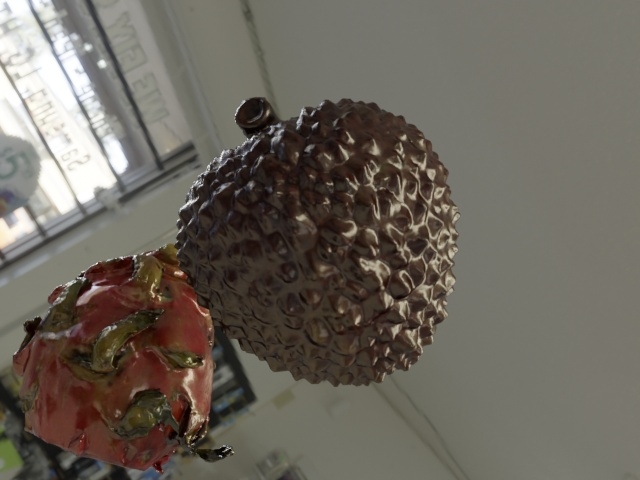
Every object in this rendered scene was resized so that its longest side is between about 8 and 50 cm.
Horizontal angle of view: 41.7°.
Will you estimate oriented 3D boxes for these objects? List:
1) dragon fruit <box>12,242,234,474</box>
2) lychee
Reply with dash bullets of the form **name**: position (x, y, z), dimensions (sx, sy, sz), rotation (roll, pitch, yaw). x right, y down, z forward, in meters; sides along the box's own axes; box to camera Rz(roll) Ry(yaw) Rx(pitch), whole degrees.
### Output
- **dragon fruit**: position (-0.244, 0.142, 1.093), dimensions (0.250, 0.291, 0.269), rotation (34, -19, -33)
- **lychee**: position (0.000, 0.000, 0.887), dimensions (0.330, 0.306, 0.306), rotation (64, -16, -8)
